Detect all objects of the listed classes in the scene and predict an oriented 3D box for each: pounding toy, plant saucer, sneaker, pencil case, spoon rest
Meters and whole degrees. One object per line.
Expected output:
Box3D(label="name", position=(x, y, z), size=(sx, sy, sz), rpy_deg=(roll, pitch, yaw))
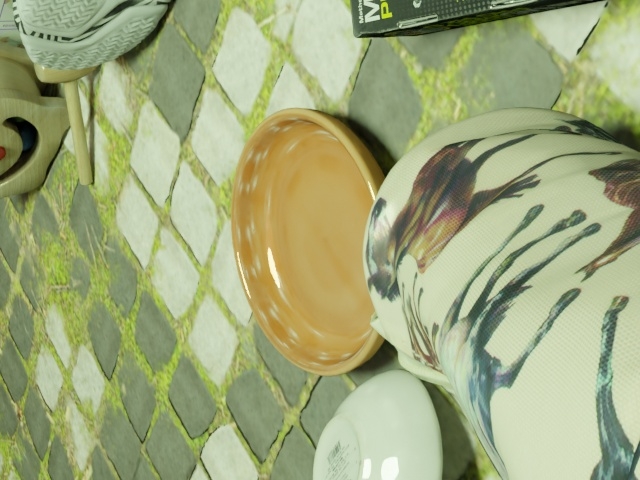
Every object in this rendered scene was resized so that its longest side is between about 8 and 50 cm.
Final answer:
Box3D(label="pounding toy", position=(-0.334, -0.105, 1.229), size=(0.269, 0.154, 0.155), rpy_deg=(-50, 58, 48))
Box3D(label="plant saucer", position=(0.000, 0.000, 0.885), size=(0.200, 0.037, 0.200), rpy_deg=(18, 113, 51))
Box3D(label="sneaker", position=(-0.199, -0.328, 1.010), size=(0.366, 0.137, 0.210), rpy_deg=(115, 142, -49))
Box3D(label="pencil case", position=(0.129, 0.062, 0.492), size=(0.160, 0.183, 0.410), rpy_deg=(50, -177, -20))
Box3D(label="spoon rest", position=(0.017, 0.208, 0.880), size=(0.276, 0.084, 0.137), rpy_deg=(-56, 34, 34))

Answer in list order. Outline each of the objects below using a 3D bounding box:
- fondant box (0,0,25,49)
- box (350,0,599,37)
Box3D(label="fondant box", position=(-0.345, -0.343, 1.237), size=(0.238, 0.096, 0.330), rpy_deg=(62, 142, 24))
Box3D(label="box", position=(0.090, -0.262, 0.671), size=(0.216, 0.060, 0.270), rpy_deg=(1, 99, 55))
